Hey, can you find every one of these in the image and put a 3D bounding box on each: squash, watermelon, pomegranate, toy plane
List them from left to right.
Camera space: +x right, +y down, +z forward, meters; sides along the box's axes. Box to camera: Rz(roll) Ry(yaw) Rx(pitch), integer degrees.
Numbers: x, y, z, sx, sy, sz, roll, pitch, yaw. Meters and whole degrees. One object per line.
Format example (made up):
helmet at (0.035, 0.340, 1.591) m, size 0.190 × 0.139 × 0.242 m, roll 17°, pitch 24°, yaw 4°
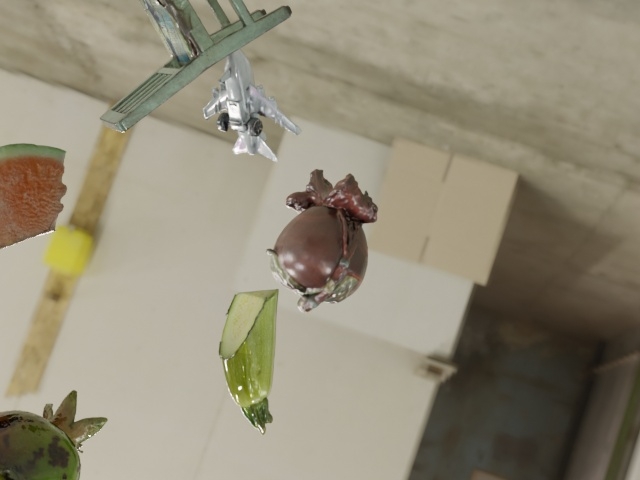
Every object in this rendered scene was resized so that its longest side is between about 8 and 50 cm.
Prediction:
watermelon at (-0.434, -0.029, 1.673) m, size 0.231 × 0.128 × 0.146 m, roll -24°, pitch 172°, yaw -41°
pomegranate at (-0.349, 0.255, 1.558) m, size 0.156 × 0.220 × 0.156 m, roll 14°, pitch 133°, yaw 16°
toy plane at (-0.106, -0.186, 1.785) m, size 0.162 × 0.065 × 0.171 m, roll 13°, pitch 138°, yaw 31°
squash at (-0.098, 0.164, 1.765) m, size 0.090 × 0.200 × 0.075 m, roll -8°, pitch 167°, yaw 34°

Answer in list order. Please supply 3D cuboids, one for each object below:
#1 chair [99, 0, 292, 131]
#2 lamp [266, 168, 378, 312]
chair at (-0.193, -0.275, 1.653) m, size 0.147 × 0.270 × 0.136 m, roll 59°, pitch 169°, yaw -17°
lamp at (0.006, 0.009, 2.047) m, size 0.151 × 0.223 × 0.215 m, roll 48°, pitch 160°, yaw -26°
